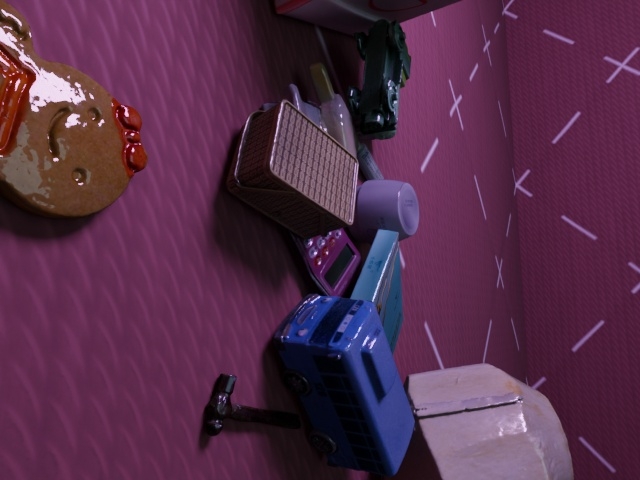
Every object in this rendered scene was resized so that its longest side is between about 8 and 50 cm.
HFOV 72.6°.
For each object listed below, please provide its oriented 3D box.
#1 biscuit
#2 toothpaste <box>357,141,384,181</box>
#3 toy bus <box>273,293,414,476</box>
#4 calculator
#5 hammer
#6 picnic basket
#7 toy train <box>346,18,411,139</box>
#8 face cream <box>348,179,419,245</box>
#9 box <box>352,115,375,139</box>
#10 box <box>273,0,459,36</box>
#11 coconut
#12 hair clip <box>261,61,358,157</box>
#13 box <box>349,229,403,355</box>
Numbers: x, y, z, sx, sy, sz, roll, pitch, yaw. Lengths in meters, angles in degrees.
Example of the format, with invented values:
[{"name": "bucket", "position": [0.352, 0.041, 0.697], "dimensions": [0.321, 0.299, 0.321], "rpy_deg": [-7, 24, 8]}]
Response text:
[{"name": "biscuit", "position": [-0.231, -0.092, 0.324], "dimensions": [0.225, 0.036, 0.166], "rpy_deg": [32, 58, -51]}, {"name": "toothpaste", "position": [0.101, -0.124, 0.834], "dimensions": [0.197, 0.029, 0.048], "rpy_deg": [50, 49, -44]}, {"name": "toy bus", "position": [0.040, 0.194, 0.598], "dimensions": [0.116, 0.133, 0.234], "rpy_deg": [-46, 123, -48]}, {"name": "calculator", "position": [0.000, 0.000, 0.660], "dimensions": [0.127, 0.034, 0.191], "rpy_deg": [-50, 120, -46]}, {"name": "hammer", "position": [-0.069, 0.210, 0.532], "dimensions": [0.178, 0.021, 0.065], "rpy_deg": [38, 54, -48]}, {"name": "picnic basket", "position": [-0.029, -0.084, 0.557], "dimensions": [0.164, 0.079, 0.115], "rpy_deg": [31, 55, -39]}, {"name": "toy train", "position": [0.106, -0.262, 0.729], "dimensions": [0.132, 0.083, 0.200], "rpy_deg": [35, 61, -58]}, {"name": "face cream", "position": [0.108, -0.049, 0.761], "dimensions": [0.117, 0.104, 0.117], "rpy_deg": [8, 80, -54]}, {"name": "box", "position": [0.090, -0.211, 0.809], "dimensions": [0.117, 0.050, 0.036], "rpy_deg": [-15, 97, -58]}, {"name": "box", "position": [0.101, -0.519, 0.645], "dimensions": [0.312, 0.299, 0.315], "rpy_deg": [-25, 106, -55]}, {"name": "coconut", "position": [0.250, 0.370, 0.766], "dimensions": [0.323, 0.322, 0.323], "rpy_deg": [13, 75, -55]}, {"name": "hair clip", "position": [0.002, -0.185, 0.666], "dimensions": [0.218, 0.071, 0.159], "rpy_deg": [0, 83, -61]}, {"name": "box", "position": [0.100, 0.118, 0.729], "dimensions": [0.229, 0.041, 0.162], "rpy_deg": [77, 30, -42]}]
